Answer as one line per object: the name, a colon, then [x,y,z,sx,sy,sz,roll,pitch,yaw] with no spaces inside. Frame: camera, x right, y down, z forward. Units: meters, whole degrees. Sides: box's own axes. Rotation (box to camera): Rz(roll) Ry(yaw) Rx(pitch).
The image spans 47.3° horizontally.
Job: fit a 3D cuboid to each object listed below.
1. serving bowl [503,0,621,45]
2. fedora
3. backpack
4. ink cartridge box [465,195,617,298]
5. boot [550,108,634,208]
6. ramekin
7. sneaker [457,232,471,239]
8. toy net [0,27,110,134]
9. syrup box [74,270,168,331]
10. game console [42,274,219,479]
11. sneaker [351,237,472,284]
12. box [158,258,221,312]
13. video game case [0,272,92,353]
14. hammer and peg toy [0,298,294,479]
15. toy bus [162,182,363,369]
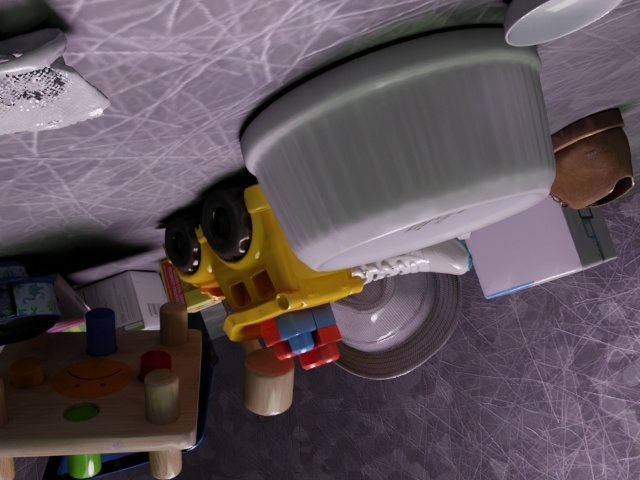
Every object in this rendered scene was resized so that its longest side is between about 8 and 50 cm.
serving bowl: [0.161,-0.163,0.493,0.083,0.027,0.083,-17,172,-2]
fedora: [0.059,0.050,1.046,0.243,0.275,0.124,-36,145,8]
backpack: [-0.352,0.070,0.807,0.114,0.084,0.105,-6,164,-38]
ink cartridge box: [0.436,-0.016,1.462,0.198,0.197,0.270,-23,170,33]
boot: [0.360,-0.089,1.116,0.112,0.115,0.305,-17,173,-16]
ramekin: [0.075,-0.063,0.639,0.272,0.127,0.273,-16,172,-2]
sneaker: [0.151,-0.061,1.000,0.123,0.106,0.290,0,173,11]
toy net: [-0.171,-0.085,0.289,0.122,0.045,0.232,-24,171,30]
syrup box: [-0.362,0.127,1.138,0.236,0.096,0.093,-20,171,13]
game console: [-0.330,0.218,1.169,0.293,0.250,0.173,-19,-175,14]
sneaker: [0.076,0.014,0.923,0.228,0.092,0.087,14,162,16]
box: [-0.123,0.034,1.047,0.232,0.087,0.058,-20,169,29]
video game case: [-0.408,0.130,1.006,0.201,0.023,0.183,-18,139,3]
hammer and peg toy: [-0.219,0.172,0.888,0.361,0.128,0.266,-1,-161,-8]
toy bus: [-0.059,0.048,0.827,0.149,0.212,0.220,-12,172,-42]
